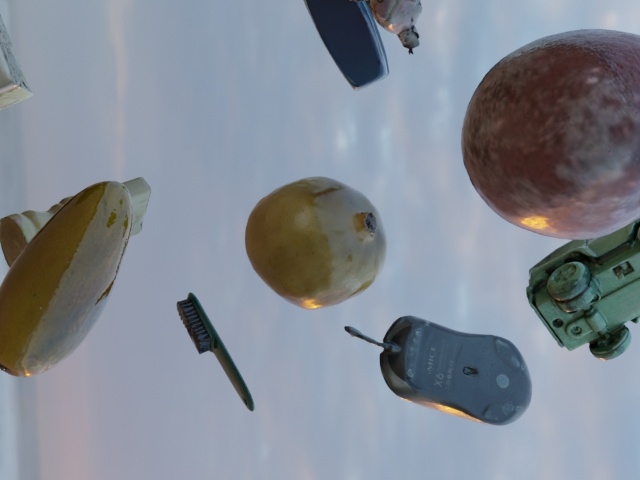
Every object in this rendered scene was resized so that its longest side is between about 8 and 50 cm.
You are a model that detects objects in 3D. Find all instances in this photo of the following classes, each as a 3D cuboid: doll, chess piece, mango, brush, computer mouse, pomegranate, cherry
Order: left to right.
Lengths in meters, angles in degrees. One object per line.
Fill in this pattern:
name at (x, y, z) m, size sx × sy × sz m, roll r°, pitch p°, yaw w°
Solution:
mango at (-0.292, 0.042, 1.645) m, size 0.253 × 0.113 × 0.138 m, roll -58°, pitch 165°, yaw 3°
chess piece at (-0.312, -0.019, 1.886) m, size 0.090 × 0.200 × 0.090 m, roll 33°, pitch -46°, yaw 42°
brush at (-0.136, 0.143, 1.821) m, size 0.193 × 0.032 × 0.043 m, roll 58°, pitch -24°, yaw 33°
pomegranate at (-0.005, 0.004, 2.363) m, size 0.233 × 0.233 × 0.233 m, roll 177°, pitch -90°, yaw -79°
doll at (0.118, -0.439, 2.559) m, size 0.192 × 0.095 × 0.149 m, roll 53°, pitch -28°, yaw 37°
computer mouse at (0.204, 0.223, 2.556) m, size 0.090 × 0.379 × 0.167 m, roll -40°, pitch -149°, yaw 61°
cherry at (0.261, -0.109, 1.449) m, size 0.213 × 0.236 × 0.285 m, roll 55°, pitch -13°, yaw 5°

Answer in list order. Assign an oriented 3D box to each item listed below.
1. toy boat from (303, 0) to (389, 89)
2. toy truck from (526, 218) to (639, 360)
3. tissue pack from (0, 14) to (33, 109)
toy boat at (0.022, -0.393, 2.394) m, size 0.299 × 0.096 × 0.062 m, roll 63°, pitch 11°, yaw -8°
toy truck at (0.445, 0.049, 2.099) m, size 0.155 × 0.279 × 0.156 m, roll 51°, pitch 20°, yaw -22°
tissue pack at (-0.562, -0.244, 2.098) m, size 0.125 × 0.234 × 0.159 m, roll 36°, pitch 31°, yaw -84°
